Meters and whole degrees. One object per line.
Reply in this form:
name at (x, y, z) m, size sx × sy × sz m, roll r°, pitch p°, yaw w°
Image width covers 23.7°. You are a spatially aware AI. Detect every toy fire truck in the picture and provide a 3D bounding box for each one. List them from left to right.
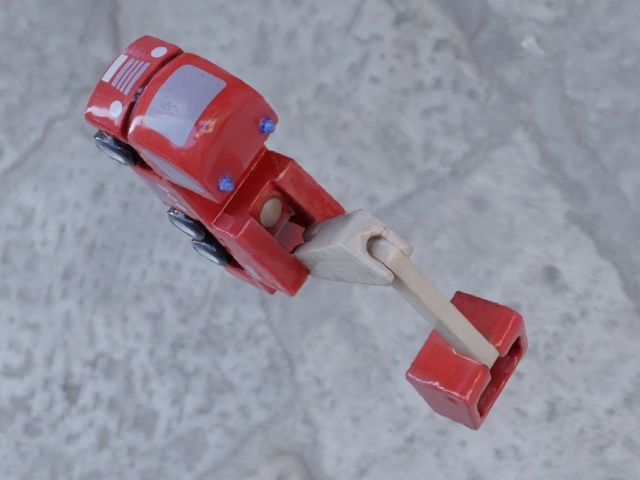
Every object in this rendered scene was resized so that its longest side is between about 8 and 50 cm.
toy fire truck at (0.000, 0.000, 0.622) m, size 0.135 × 0.192 × 0.047 m, roll 25°, pitch 74°, yaw 34°
